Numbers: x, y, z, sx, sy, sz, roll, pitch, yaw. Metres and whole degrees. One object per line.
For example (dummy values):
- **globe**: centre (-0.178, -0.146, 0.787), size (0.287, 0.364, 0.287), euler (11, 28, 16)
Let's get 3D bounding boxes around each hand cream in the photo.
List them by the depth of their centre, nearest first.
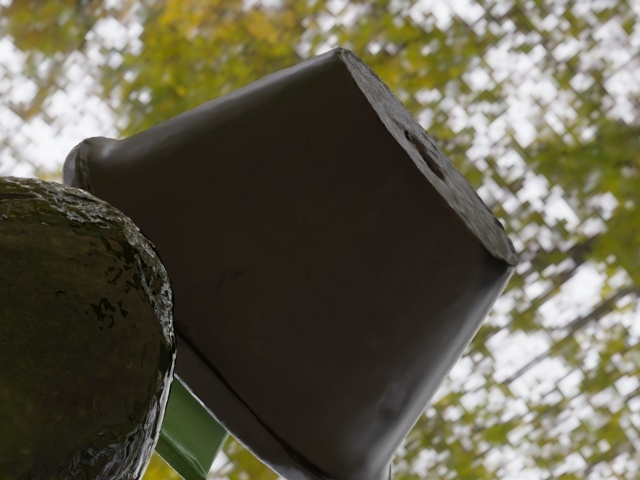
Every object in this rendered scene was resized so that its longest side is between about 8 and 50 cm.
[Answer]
- **hand cream**: centre (-0.052, 0.045, 1.083), size (0.095, 0.046, 0.175), euler (49, -116, -25)

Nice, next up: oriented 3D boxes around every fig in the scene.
- **fig**: centre (-0.125, 0.037, 0.582), size (0.156, 0.123, 0.123), euler (12, -126, -25)

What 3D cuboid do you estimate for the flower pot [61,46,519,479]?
- **flower pot**: centre (0.000, 0.000, 1.070), size (0.269, 0.166, 0.269), euler (45, -168, -13)
